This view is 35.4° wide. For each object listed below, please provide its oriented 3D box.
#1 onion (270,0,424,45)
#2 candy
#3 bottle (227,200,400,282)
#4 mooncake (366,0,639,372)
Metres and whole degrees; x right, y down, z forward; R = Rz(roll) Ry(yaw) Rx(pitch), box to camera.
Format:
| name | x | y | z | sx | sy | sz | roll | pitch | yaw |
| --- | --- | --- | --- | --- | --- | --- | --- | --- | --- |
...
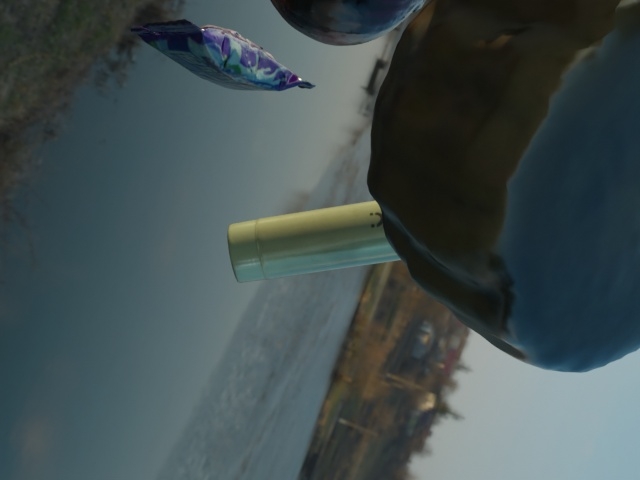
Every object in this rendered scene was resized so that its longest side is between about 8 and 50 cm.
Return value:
| name | x | y | z | sx | sy | sz | roll | pitch | yaw |
| --- | --- | --- | --- | --- | --- | --- | --- | --- | --- |
| onion | 0.031 | -0.330 | 1.048 | 0.281 | 0.281 | 0.221 | -67 | -173 | -20 |
| candy | -0.144 | -0.274 | 1.509 | 0.275 | 0.145 | 0.070 | 17 | 80 | -48 |
| bottle | 0.000 | 0.000 | 1.136 | 0.072 | 0.201 | 0.072 | -9 | 90 | -85 |
| mooncake | 0.174 | -0.061 | 0.677 | 0.290 | 0.161 | 0.290 | -17 | 124 | -28 |
